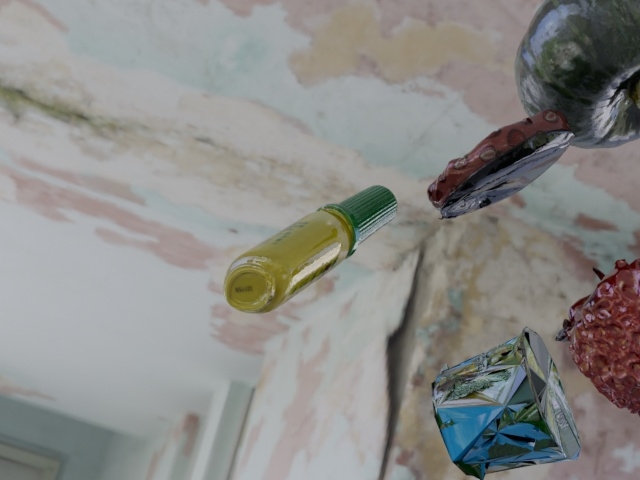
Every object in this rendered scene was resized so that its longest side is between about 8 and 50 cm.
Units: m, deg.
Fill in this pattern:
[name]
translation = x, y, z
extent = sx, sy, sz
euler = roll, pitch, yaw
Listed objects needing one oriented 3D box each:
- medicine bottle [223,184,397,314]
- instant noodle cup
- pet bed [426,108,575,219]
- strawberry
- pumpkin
[medicine bottle]
translation = 0.000, 0.000, 1.318
extent = 0.111, 0.309, 0.076
euler = -23, -83, 40
[instant noodle cup]
translation = 0.303, 0.280, 1.776
extent = 0.178, 0.240, 0.240
euler = -23, -37, 20
[pet bed]
translation = 0.226, -0.091, 1.353
extent = 0.201, 0.053, 0.201
euler = -28, -16, -9
[strawberry]
translation = 0.447, 0.127, 1.297
extent = 0.261, 0.257, 0.261
euler = -24, -24, -11
[pumpkin]
translation = 0.427, -0.258, 1.514
extent = 0.300, 0.207, 0.300
euler = -17, -36, -13
